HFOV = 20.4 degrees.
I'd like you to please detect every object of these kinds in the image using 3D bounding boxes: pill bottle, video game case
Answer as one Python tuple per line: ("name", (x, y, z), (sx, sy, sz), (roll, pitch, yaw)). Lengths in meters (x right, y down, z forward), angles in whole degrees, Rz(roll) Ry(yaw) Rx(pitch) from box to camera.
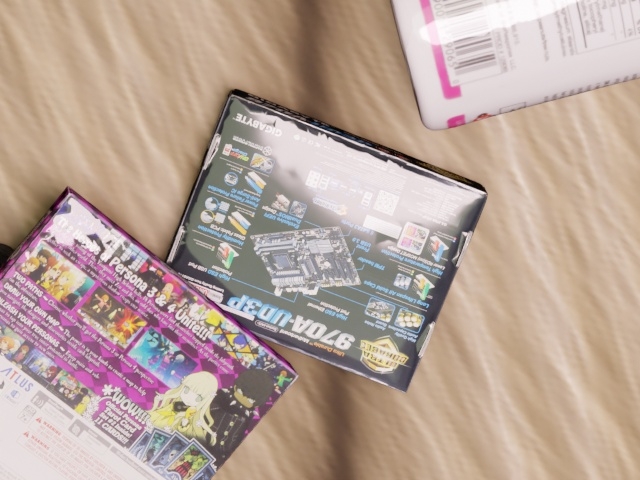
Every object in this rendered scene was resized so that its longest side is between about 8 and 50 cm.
("pill bottle", (0.194, -0.190, 1.317), (0.283, 0.160, 0.160), (-14, 100, 3))
("video game case", (-0.170, 0.110, 1.362), (0.232, 0.042, 0.210), (39, 92, -16))

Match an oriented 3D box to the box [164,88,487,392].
("box", (0.000, 0.000, 1.409), (0.220, 0.051, 0.175), (20, 100, -3))

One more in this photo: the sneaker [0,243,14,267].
("sneaker", (-0.245, 0.061, 1.403), (0.051, 0.089, 0.170), (-27, 99, 5))
